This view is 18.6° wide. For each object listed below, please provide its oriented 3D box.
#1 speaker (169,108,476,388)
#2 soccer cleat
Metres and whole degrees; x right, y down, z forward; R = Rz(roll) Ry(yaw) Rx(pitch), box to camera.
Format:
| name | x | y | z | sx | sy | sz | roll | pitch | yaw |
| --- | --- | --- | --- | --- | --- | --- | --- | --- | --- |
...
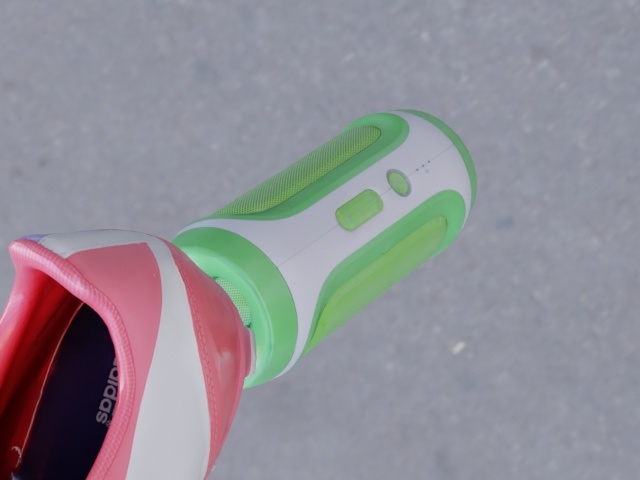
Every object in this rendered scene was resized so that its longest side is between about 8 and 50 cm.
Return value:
| name | x | y | z | sx | sy | sz | roll | pitch | yaw |
| --- | --- | --- | --- | --- | --- | --- | --- | --- | --- |
| speaker | 0.000 | 0.000 | 1.436 | 0.131 | 0.296 | 0.131 | 15 | 119 | 28 |
| soccer cleat | -0.088 | 0.115 | 0.543 | 0.083 | 0.095 | 0.248 | 16 | 86 | 29 |
